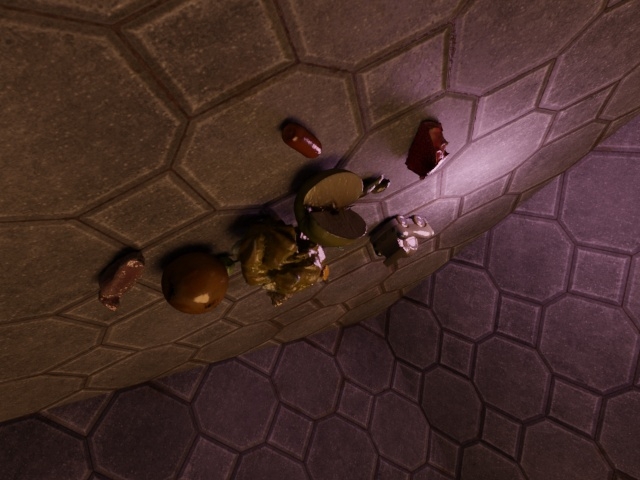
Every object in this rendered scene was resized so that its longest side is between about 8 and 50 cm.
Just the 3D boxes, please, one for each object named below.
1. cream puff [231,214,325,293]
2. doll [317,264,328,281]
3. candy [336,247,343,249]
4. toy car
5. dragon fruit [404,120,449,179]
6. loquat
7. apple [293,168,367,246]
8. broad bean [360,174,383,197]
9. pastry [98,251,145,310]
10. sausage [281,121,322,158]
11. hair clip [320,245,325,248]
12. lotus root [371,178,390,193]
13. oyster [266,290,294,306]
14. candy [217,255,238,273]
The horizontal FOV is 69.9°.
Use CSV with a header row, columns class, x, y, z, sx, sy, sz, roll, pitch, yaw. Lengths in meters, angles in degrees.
class,x,y,z,sx,sy,sz,roll,pitch,yaw
cream puff,-0.154,0.035,1.822,0.378,0.378,0.275,-9,129,-35
doll,-0.118,0.173,2.300,0.314,0.141,0.177,-4,-157,18
candy,-0.002,0.000,2.127,0.262,0.073,0.077,21,120,-31
toy car,0.465,0.007,2.532,0.336,0.226,0.242,0,146,-44
dragon fruit,0.452,-0.347,1.837,0.126,0.161,0.274,-16,154,-16
loquat,-0.502,0.171,1.848,0.263,0.263,0.263,-22,157,-10
apple,0.028,-0.118,1.747,0.258,0.295,0.233,-11,-178,-32
broad bean,0.122,-0.189,1.957,0.339,0.061,0.077,-27,165,4
pastry,-0.740,0.135,1.698,0.103,0.112,0.265,20,119,-46
sausage,-0.055,-0.319,1.475,0.076,0.076,0.197,-34,158,17
hair clip,-0.040,0.047,2.263,0.137,0.090,0.278,-1,147,-30
lotus root,0.264,-0.241,2.006,0.099,0.054,0.049,-26,178,2
oyster,-0.195,0.185,2.132,0.238,0.114,0.351,14,135,1
candy,-0.334,0.083,2.066,0.336,0.092,0.093,-18,152,-39
